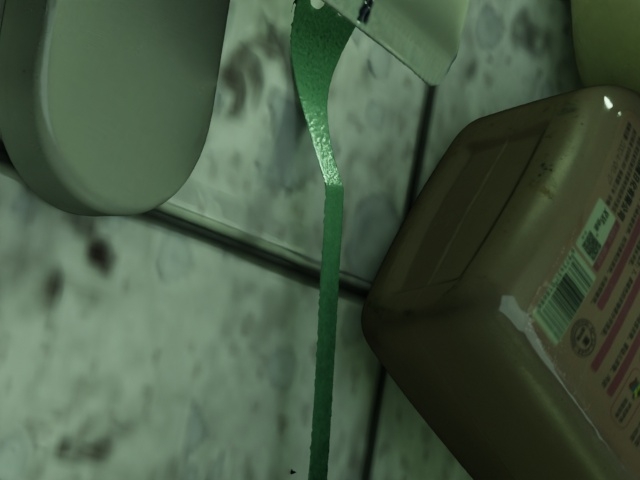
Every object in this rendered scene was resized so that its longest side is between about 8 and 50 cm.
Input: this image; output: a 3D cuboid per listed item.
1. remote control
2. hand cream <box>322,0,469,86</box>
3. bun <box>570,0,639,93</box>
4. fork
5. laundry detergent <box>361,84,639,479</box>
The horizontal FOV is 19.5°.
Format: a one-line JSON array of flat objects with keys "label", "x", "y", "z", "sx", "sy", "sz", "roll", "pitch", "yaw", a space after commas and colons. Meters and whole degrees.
[{"label": "remote control", "x": -0.048, "y": -0.127, "z": 0.546, "sx": 0.077, "sy": 0.022, "sz": 0.245, "roll": 18, "pitch": 77, "yaw": -54}, {"label": "hand cream", "x": 0.045, "y": -0.192, "z": 0.624, "sx": 0.095, "sy": 0.059, "sz": 0.276, "roll": 33, "pitch": 64, "yaw": -44}, {"label": "bun", "x": 0.195, "y": -0.090, "z": 0.779, "sx": 0.178, "sy": 0.128, "sz": 0.193, "roll": -57, "pitch": 136, "yaw": -35}, {"label": "fork", "x": -0.002, "y": 0.000, "z": 0.616, "sx": 0.039, "sy": 0.021, "sz": 0.235, "roll": 8, "pitch": 87, "yaw": -48}, {"label": "laundry detergent", "x": 0.129, "y": 0.053, "z": 0.700, "sx": 0.237, "sy": 0.076, "sz": 0.171, "roll": 49, "pitch": 50, "yaw": -24}]
